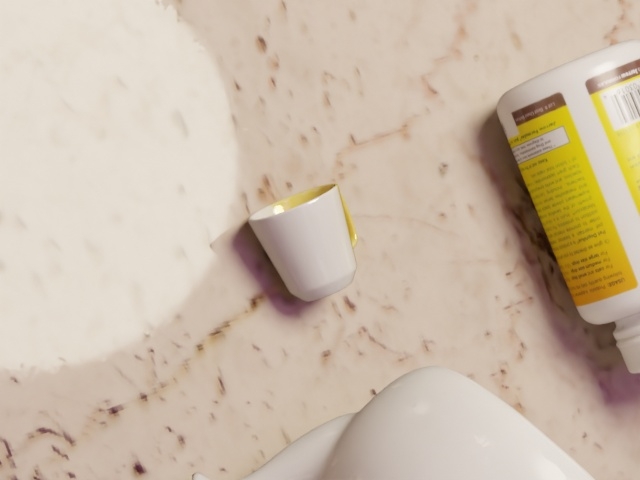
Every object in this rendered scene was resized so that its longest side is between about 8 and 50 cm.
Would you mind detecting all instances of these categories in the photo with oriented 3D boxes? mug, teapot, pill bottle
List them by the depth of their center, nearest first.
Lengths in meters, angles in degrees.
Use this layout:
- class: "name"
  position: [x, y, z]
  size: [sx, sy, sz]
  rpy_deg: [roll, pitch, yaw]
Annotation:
- class: "teapot"
  position: [0.084, 0.216, 1.176]
  size: [0.187, 0.256, 0.252]
  rpy_deg: [-46, 119, -10]
- class: "mug"
  position: [0.000, 0.001, 1.272]
  size: [0.078, 0.062, 0.064]
  rpy_deg: [-26, 99, -24]
- class: "pill bottle"
  position: [0.212, -0.022, 1.356]
  size: [0.117, 0.117, 0.215]
  rpy_deg: [-21, 89, -31]
